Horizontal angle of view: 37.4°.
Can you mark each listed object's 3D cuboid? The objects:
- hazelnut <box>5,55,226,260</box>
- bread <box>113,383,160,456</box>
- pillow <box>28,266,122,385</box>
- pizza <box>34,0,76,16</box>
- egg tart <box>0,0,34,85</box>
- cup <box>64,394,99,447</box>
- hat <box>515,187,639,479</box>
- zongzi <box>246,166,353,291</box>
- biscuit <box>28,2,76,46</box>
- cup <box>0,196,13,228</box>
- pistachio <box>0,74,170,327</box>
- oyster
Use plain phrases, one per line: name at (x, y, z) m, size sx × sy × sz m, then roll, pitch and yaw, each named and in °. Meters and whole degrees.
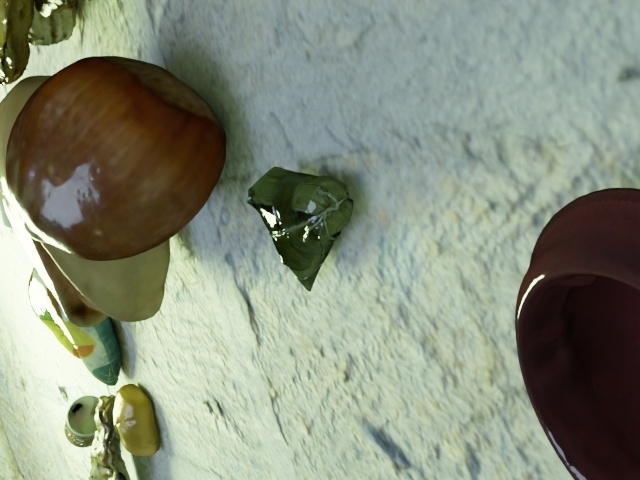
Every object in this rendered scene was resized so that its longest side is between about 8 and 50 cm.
hazelnut at (-0.200, -0.078, 0.899) m, size 0.214 × 0.214 × 0.176 m, roll 33°, pitch 162°, yaw 46°
bread at (-0.288, 0.279, 1.452) m, size 0.082 × 0.056 × 0.115 m, roll 32°, pitch 135°, yaw 46°
pillow at (-0.387, 0.128, 1.505) m, size 0.233 × 0.086 × 0.214 m, roll 24°, pitch 140°, yaw 49°
pizza at (-0.227, -0.361, 0.878) m, size 0.268 × 0.087 × 0.258 m, roll 3°, pitch 110°, yaw 58°
egg tart at (-0.389, -0.299, 0.991) m, size 0.295 × 0.116 × 0.295 m, roll 38°, pitch 136°, yaw 49°
cup at (-0.406, 0.330, 1.694) m, size 0.099 × 0.102 × 0.074 m, roll 125°, pitch 157°, yaw -58°
hat at (0.181, 0.066, 0.469) m, size 0.205 × 0.089 × 0.205 m, roll 45°, pitch 149°, yaw 37°
zongzi at (0.000, 0.000, 0.777) m, size 0.109 × 0.055 × 0.119 m, roll 13°, pitch 132°, yaw 55°
biscuit at (-0.430, -0.398, 1.206) m, size 0.426 × 0.078 × 0.144 m, roll 44°, pitch 142°, yaw 36°
cup at (-0.459, -0.107, 1.463) m, size 0.099 × 0.136 × 0.133 m, roll 16°, pitch 132°, yaw 14°
pistachio at (-0.272, -0.042, 1.072) m, size 0.187 × 0.187 × 0.299 m, roll 6°, pitch 115°, yaw 59°
oyster at (-0.350, 0.392, 1.588) m, size 0.129 × 0.078 × 0.345 m, roll -114°, pitch 21°, yaw -46°
